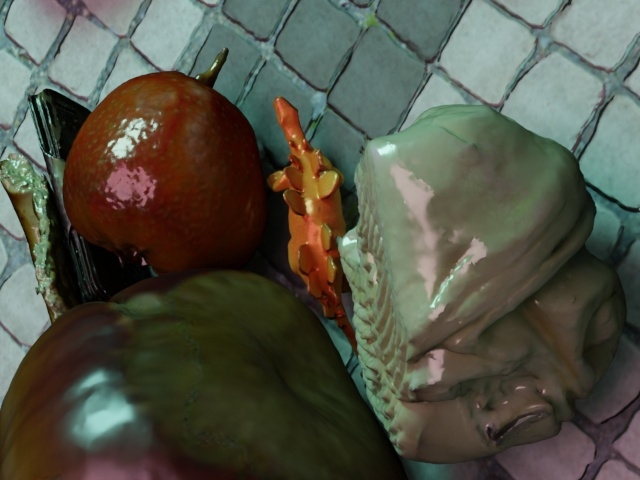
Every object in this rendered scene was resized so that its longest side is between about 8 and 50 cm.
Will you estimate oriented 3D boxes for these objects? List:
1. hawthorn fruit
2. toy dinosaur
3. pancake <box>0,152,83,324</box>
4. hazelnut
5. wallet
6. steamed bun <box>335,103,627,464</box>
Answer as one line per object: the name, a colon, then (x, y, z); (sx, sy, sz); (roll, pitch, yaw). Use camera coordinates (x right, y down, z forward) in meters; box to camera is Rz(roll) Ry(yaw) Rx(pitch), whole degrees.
hawthorn fruit: (-0.131, -0.077, 1.726); (0.196, 0.196, 0.225); (13, 78, 36)
toy dinosaur: (0.000, 0.000, 1.656); (0.070, 0.117, 0.288); (-16, 76, 2)
pancake: (-0.253, 0.056, 1.823); (0.056, 0.212, 0.257); (-17, 37, 0)
hazelnut: (-0.115, 0.210, 1.560); (0.359, 0.359, 0.409); (-63, 20, 16)
wallet: (-0.221, -0.036, 1.821); (0.031, 0.122, 0.232); (-24, 73, 18)
steamed bun: (0.133, 0.032, 1.490); (0.206, 0.320, 0.275); (-9, 72, -6)
